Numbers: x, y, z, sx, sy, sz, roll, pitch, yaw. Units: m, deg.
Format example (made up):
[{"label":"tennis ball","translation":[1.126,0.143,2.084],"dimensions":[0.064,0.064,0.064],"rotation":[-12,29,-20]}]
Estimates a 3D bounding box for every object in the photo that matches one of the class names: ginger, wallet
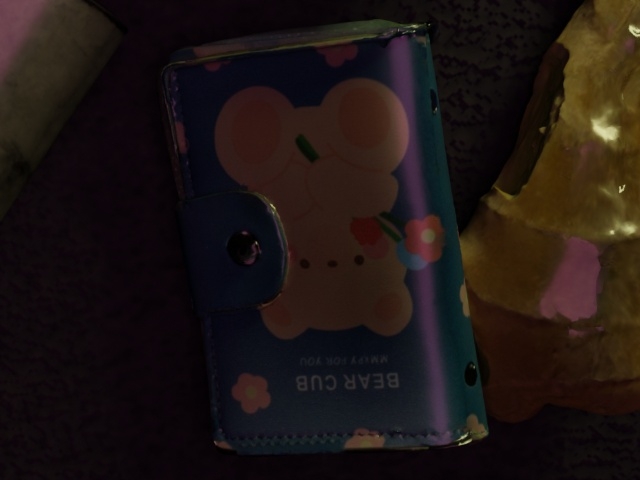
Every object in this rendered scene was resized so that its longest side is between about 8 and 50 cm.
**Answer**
[{"label":"ginger","translation":[0.151,-0.045,0.926],"dimensions":[0.131,0.086,0.295],"rotation":[25,86,11]},{"label":"wallet","translation":[0.000,-0.001,0.892],"dimensions":[0.141,0.059,0.202],"rotation":[-6,99,20]}]

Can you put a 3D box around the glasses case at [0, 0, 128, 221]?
[{"label":"glasses case","translation":[-0.217,-0.008,0.873],"dimensions":[0.114,0.060,0.299],"rotation":[34,89,-14]}]
